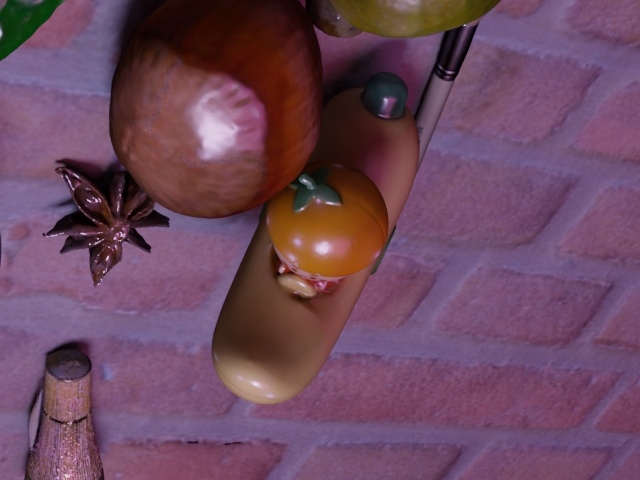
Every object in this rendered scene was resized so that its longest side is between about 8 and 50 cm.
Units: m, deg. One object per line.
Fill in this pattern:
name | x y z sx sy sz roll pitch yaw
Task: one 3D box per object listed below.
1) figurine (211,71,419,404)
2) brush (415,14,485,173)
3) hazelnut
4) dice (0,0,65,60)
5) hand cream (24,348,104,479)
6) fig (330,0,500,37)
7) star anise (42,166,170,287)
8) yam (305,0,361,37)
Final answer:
figurine | 0.000 0.000 1.714 0.324 0.124 0.222 -64 -179 -30
brush | 0.115 -0.152 1.818 0.039 0.042 0.299 -12 144 -27
hazelnut | -0.078 -0.120 1.590 0.214 0.176 0.214 -48 166 -15
dice | -0.243 -0.199 1.249 0.120 0.128 0.131 -42 140 5
hand cream | -0.254 0.192 1.915 0.084 0.084 0.203 -14 136 -24
fig | 0.084 -0.249 1.431 0.167 0.167 0.233 -14 153 -24
star anise | -0.194 -0.012 1.725 0.124 0.056 0.129 -6 122 -28
yam | 0.049 -0.321 1.522 0.083 0.083 0.371 -11 138 -27
